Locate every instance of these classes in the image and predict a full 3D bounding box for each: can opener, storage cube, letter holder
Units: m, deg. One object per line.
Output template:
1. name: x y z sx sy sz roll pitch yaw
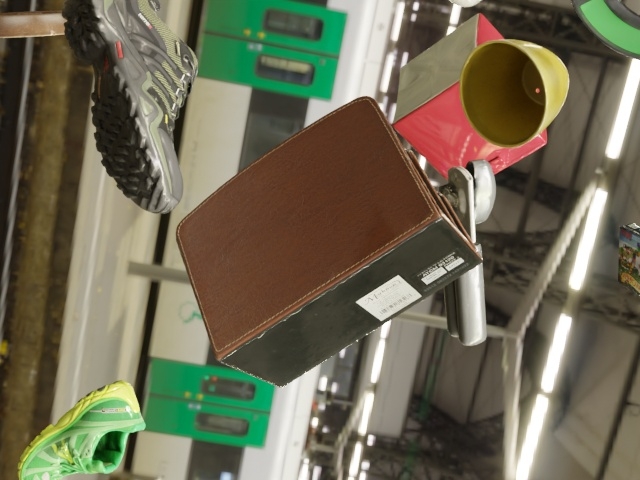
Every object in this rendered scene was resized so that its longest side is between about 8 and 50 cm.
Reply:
1. can opener: 0.239 0.018 1.338 0.076 0.095 0.283 -145 -135 -65
2. storage cube: 0.260 -0.238 1.520 0.215 0.193 0.184 -30 -148 35
3. letter holder: 0.000 0.000 1.049 0.152 0.302 0.214 38 23 -55

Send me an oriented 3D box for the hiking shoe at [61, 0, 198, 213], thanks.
1. hiking shoe: -0.150 -0.138 0.794 0.086 0.114 0.227 -22 -97 48

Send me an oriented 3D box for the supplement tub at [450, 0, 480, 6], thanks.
1. supplement tub: 0.135 -0.467 1.011 0.241 0.331 0.241 -45 179 -1

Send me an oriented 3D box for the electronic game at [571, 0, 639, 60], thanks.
1. electronic game: 0.374 -0.300 0.918 0.048 0.229 0.229 -45 153 -53

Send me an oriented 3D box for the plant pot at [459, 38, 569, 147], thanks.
1. plant pot: 0.257 -0.193 1.094 0.134 0.095 0.134 27 -52 41

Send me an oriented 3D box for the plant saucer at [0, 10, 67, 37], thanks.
1. plant saucer: -0.494 -0.370 1.478 0.198 0.198 0.036 -96 -176 -73

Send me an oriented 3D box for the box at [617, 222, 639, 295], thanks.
1. box: 0.812 0.071 2.094 0.233 0.044 0.159 -136 -144 -61

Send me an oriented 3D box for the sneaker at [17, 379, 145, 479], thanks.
1. sneaker: -0.419 0.366 1.508 0.295 0.123 0.109 -43 162 22
